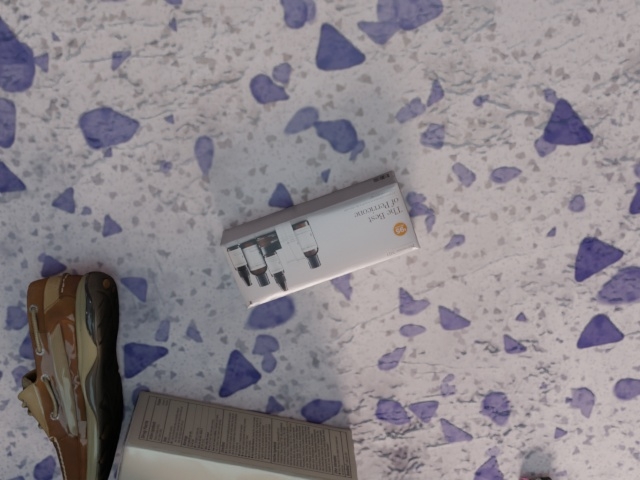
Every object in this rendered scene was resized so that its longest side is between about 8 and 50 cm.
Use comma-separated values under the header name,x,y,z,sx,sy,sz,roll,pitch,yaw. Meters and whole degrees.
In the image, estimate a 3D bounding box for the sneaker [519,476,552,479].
name,x,y,z,sx,sy,sz,roll,pitch,yaw
sneaker,0.329,0.398,1.452,0.057,0.047,0.119,-15,112,-9

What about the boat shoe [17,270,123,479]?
name,x,y,z,sx,sy,sz,roll,pitch,yaw
boat shoe,-0.334,0.194,1.316,0.120,0.122,0.324,3,102,2

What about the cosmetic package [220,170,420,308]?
name,x,y,z,sx,sy,sz,roll,pitch,yaw
cosmetic package,0.000,0.000,1.278,0.239,0.060,0.099,-20,111,5

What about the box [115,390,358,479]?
name,x,y,z,sx,sy,sz,roll,pitch,yaw
box,-0.115,0.315,1.348,0.311,0.148,0.121,12,110,-5
